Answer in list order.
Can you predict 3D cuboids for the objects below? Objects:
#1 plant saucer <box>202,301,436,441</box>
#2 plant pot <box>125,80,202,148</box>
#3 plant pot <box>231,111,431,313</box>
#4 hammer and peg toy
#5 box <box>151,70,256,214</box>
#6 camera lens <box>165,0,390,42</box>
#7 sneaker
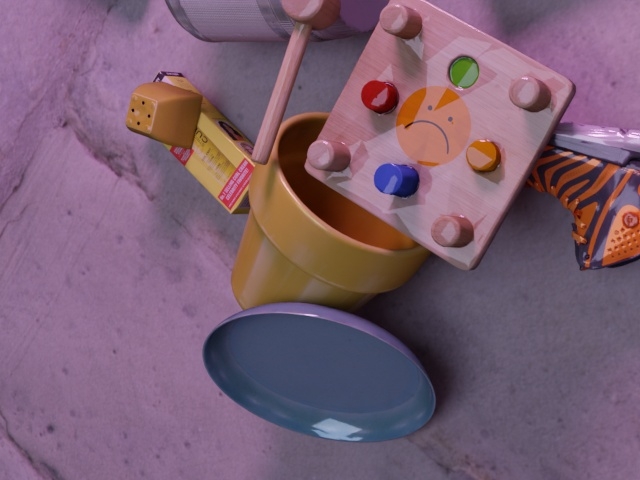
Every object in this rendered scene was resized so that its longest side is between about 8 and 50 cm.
[{"bbox_3d":[0.000,0.171,1.812,0.317,0.317,0.044,-10,48,31],"label":"plant saucer"},{"bbox_3d":[-0.230,-0.180,1.937,0.081,0.083,0.081,21,102,28],"label":"plant pot"},{"bbox_3d":[0.000,0.000,1.801,0.254,0.254,0.239,49,130,19],"label":"plant pot"},{"bbox_3d":[0.092,-0.154,1.632,0.361,0.127,0.266,32,103,21],"label":"hammer and peg toy"},{"bbox_3d":[-0.168,-0.143,1.985,0.232,0.058,0.087,46,113,20],"label":"box"},{"bbox_3d":[-0.062,-0.374,1.810,0.274,0.219,0.219,5,96,30],"label":"camera lens"},{"bbox_3d":[0.300,-0.056,1.674,0.321,0.124,0.180,10,98,30],"label":"sneaker"}]
